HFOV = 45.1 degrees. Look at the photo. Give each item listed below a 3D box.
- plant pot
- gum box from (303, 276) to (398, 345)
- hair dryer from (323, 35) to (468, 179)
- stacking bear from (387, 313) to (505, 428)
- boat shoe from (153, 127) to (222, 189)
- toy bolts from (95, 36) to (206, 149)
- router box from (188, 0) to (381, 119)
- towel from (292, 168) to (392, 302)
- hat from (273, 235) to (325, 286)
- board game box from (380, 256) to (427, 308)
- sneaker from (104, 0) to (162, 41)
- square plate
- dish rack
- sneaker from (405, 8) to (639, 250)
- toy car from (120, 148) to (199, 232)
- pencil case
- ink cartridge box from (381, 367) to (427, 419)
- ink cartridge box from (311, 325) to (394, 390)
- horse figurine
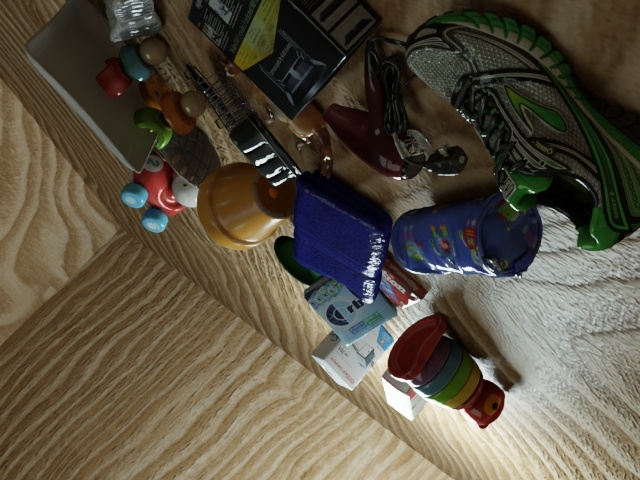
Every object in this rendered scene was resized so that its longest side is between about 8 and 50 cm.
[{"bbox_3d":[-0.150,-0.094,1.765,0.205,0.205,0.188,48,147,-18],"label":"plant pot"},{"bbox_3d":[0.075,0.154,1.907,0.184,0.157,0.041,49,-163,-23],"label":"gum box"},{"bbox_3d":[0.100,-0.195,1.170,0.293,0.080,0.223,-2,117,60],"label":"hair dryer"},{"bbox_3d":[0.313,0.327,1.806,0.289,0.175,0.164,39,163,-13],"label":"stacking bear"},{"bbox_3d":[-0.371,-0.254,1.990,0.324,0.123,0.116,50,170,-2],"label":"boat shoe"},{"bbox_3d":[-0.361,-0.361,1.731,0.228,0.159,0.218,47,-153,-36],"label":"toy bolts"},{"bbox_3d":[-0.068,-0.330,1.150,0.243,0.081,0.309,44,163,-7],"label":"router box"},{"bbox_3d":[0.046,-0.010,1.651,0.228,0.076,0.308,30,151,15],"label":"towel"},{"bbox_3d":[0.000,0.000,1.923,0.173,0.183,0.208,42,-157,-2],"label":"hat"},{"bbox_3d":[0.113,0.045,1.767,0.281,0.027,0.145,42,162,1],"label":"board game box"},{"bbox_3d":[-0.374,-0.474,1.517,0.281,0.105,0.115,162,91,-73],"label":"sneaker"},{"bbox_3d":[-0.487,-0.353,1.720,0.344,0.049,0.347,52,-155,-28],"label":"square plate"},{"bbox_3d":[-0.158,-0.238,1.507,0.271,0.074,0.208,56,-177,32],"label":"dish rack"},{"bbox_3d":[0.230,-0.128,0.864,0.343,0.146,0.134,40,163,11],"label":"sneaker"},{"bbox_3d":[-0.408,-0.165,2.223,0.238,0.219,0.210,-4,138,27],"label":"toy car"},{"bbox_3d":[0.227,-0.001,1.224,0.133,0.119,0.306,68,160,-6],"label":"pencil case"},{"bbox_3d":[0.245,0.353,1.998,0.092,0.158,0.218,32,160,26],"label":"ink cartridge box"},{"bbox_3d":[0.091,0.299,2.155,0.139,0.190,0.082,49,162,-23],"label":"ink cartridge box"},{"bbox_3d":[-0.061,-0.232,1.409,0.263,0.066,0.174,42,170,10],"label":"horse figurine"}]
